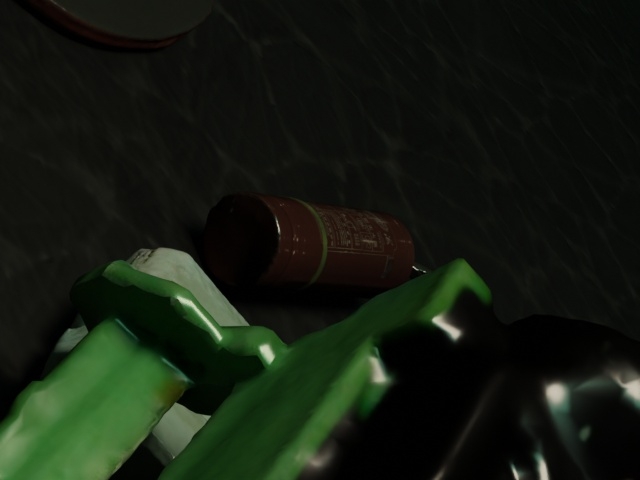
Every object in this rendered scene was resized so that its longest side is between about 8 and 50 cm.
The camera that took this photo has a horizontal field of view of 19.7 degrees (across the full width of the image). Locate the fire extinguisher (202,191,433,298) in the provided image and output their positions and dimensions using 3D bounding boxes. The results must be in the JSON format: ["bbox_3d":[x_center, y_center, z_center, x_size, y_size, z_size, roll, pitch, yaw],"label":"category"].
[{"bbox_3d":[0.000,0.000,0.867,0.078,0.045,0.157,41,18,27],"label":"fire extinguisher"}]

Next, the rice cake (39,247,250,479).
[{"bbox_3d":[-0.017,0.096,0.710,0.211,0.038,0.124,50,24,-8],"label":"rice cake"}]

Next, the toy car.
[{"bbox_3d":[0.045,0.162,0.574,0.358,0.176,0.213,56,36,-15],"label":"toy car"}]

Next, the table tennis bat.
[{"bbox_3d":[-0.103,-0.177,0.930,0.173,0.022,0.301,54,25,2],"label":"table tennis bat"}]
